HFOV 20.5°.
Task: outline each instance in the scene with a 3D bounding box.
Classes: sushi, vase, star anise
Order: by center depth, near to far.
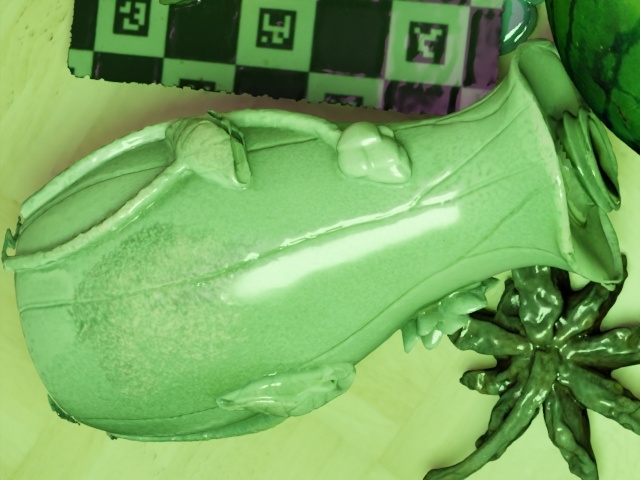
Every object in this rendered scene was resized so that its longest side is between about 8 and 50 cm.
[{"bbox_3d":[0.000,0.000,1.315,0.445,0.250,0.250,-17,90,20],"label":"vase"},{"bbox_3d":[-0.028,-0.281,1.365,0.359,0.064,0.343,7,94,15],"label":"sushi"},{"bbox_3d":[0.171,0.105,1.375,0.209,0.089,0.231,18,86,19],"label":"star anise"}]

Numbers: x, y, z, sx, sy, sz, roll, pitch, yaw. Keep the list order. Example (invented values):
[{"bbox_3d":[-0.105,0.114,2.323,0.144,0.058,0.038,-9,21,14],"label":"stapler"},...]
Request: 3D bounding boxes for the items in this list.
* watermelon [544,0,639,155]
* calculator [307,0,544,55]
[{"bbox_3d":[0.322,-0.202,1.193,0.363,0.363,0.363,1,94,13],"label":"watermelon"},{"bbox_3d":[0.050,-0.260,1.398,0.303,0.042,0.188,37,100,11],"label":"calculator"}]
